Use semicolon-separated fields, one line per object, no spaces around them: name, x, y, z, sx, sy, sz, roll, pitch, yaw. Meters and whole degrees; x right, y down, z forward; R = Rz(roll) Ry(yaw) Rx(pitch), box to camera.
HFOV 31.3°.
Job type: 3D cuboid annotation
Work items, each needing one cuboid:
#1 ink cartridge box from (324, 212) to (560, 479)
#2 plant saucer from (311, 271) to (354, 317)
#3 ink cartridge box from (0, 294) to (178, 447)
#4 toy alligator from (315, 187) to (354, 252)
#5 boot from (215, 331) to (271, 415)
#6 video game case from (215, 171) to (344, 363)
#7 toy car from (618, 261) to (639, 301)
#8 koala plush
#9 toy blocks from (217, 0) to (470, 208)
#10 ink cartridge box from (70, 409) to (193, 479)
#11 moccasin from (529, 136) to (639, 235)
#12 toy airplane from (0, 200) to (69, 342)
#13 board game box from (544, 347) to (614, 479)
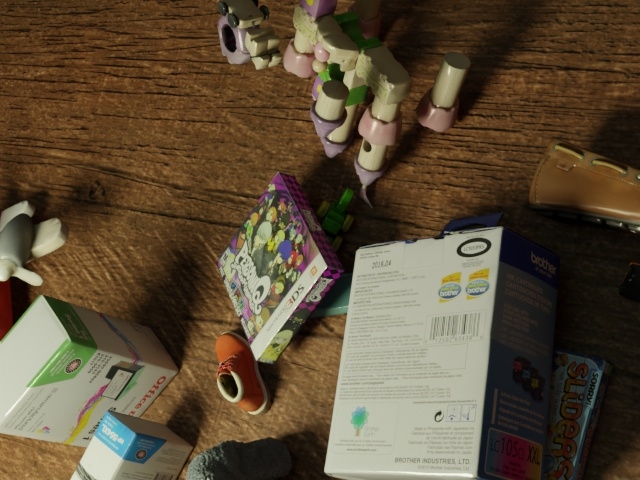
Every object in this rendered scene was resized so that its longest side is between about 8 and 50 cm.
ink cartridge box;0.173;0.139;1.568;0.270;0.151;0.395;-9;67;43
plant saucer;0.055;0.078;1.785;0.192;0.018;0.067;-10;67;32
ink cartridge box;-0.399;0.224;1.877;0.201;0.278;0.117;-49;56;10
toy alligator;0.000;0.000;1.834;0.190;0.056;0.051;-61;8;3
boot;-0.139;0.203;1.829;0.059;0.084;0.158;-42;53;16
video game case;-0.070;0.042;1.817;0.210;0.042;0.232;-53;42;26
toy car;0.460;0.052;1.520;0.122;0.060;0.040;4;30;19
koala plush;-0.163;0.418;1.714;0.221;0.203;0.196;-38;54;31
toy blocks;0.018;-0.228;1.784;0.288;0.309;0.260;54;147;27
ink cartridge box;-0.320;0.391;1.840;0.086;0.148;0.203;29;90;37
moccasin;0.460;-0.071;1.502;0.380;0.139;0.147;14;90;46
toy airplane;-0.664;0.068;2.117;0.384;0.272;0.386;31;92;38
board game box;0.303;0.245;1.542;0.136;0.035;0.201;10;79;36
